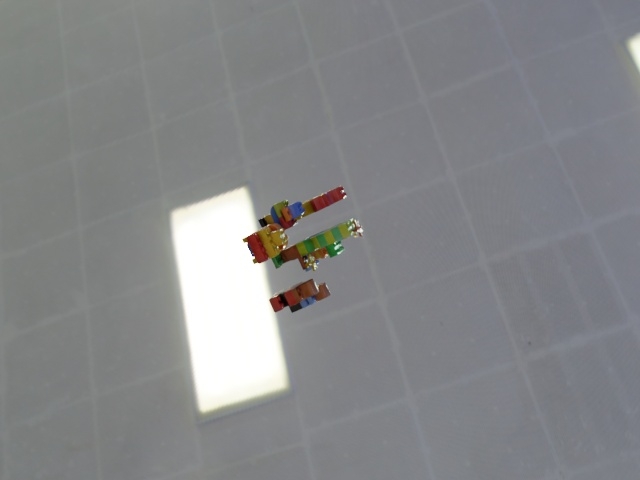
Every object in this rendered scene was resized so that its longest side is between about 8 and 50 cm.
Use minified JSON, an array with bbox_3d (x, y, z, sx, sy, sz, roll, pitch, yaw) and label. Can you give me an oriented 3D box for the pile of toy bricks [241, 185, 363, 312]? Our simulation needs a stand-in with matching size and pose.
[{"bbox_3d":[0.000,0.000,0.960,0.105,0.212,0.118,-24,-85,18],"label":"pile of toy bricks"}]
